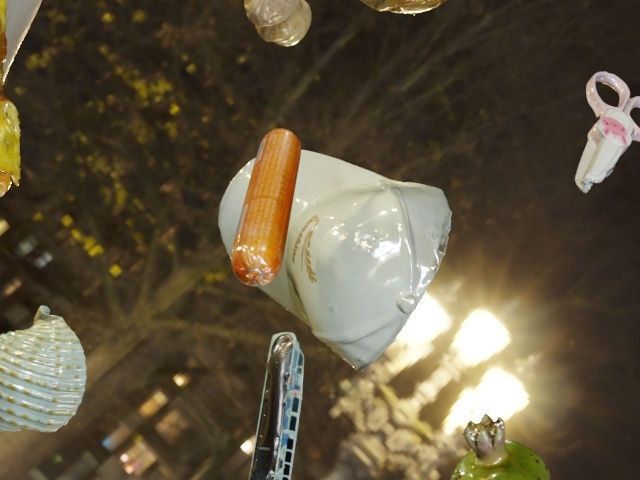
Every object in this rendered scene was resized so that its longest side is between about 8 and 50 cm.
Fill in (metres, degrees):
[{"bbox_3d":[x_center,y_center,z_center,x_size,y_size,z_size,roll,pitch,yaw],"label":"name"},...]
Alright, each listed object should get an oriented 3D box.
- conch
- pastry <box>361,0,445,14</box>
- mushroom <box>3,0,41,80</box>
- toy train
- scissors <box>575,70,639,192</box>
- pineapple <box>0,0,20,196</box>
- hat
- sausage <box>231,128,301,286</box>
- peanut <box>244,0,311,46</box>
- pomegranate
[{"bbox_3d":[-0.341,0.163,1.441,0.135,0.102,0.153,36,-56,15],"label":"conch"},{"bbox_3d":[0.109,-0.386,1.543,0.229,0.218,0.100,6,3,-34],"label":"pastry"},{"bbox_3d":[-0.479,-0.323,1.761,0.154,0.407,0.137,21,4,-32],"label":"mushroom"},{"bbox_3d":[-0.051,0.214,1.520,0.043,0.207,0.047,-5,-20,39],"label":"toy train"},{"bbox_3d":[0.372,-0.135,1.620,0.118,0.242,0.030,37,-46,2],"label":"scissors"},{"bbox_3d":[-0.302,-0.147,0.972,0.135,0.079,0.233,20,50,-50],"label":"pineapple"},{"bbox_3d":[0.005,0.002,1.614,0.301,0.257,0.168,29,6,11],"label":"hat"},{"bbox_3d":[-0.056,-0.042,1.364,0.053,0.053,0.348,55,18,-22],"label":"sausage"},{"bbox_3d":[-0.074,-0.397,2.181,0.086,0.104,0.228,36,-1,13],"label":"peanut"},{"bbox_3d":[0.192,0.253,1.366,0.114,0.115,0.142,20,-50,55],"label":"pomegranate"}]
